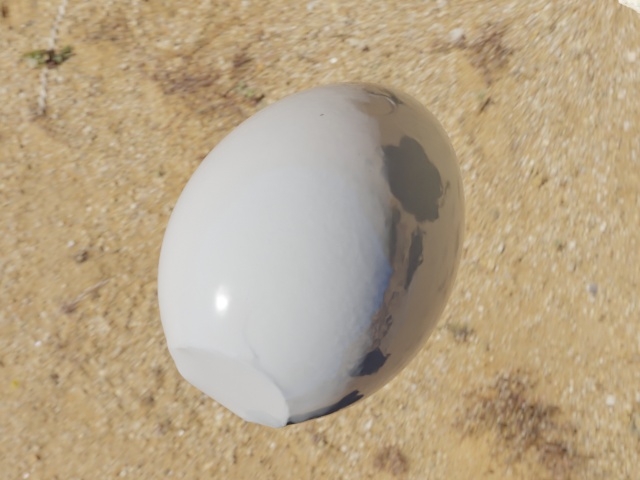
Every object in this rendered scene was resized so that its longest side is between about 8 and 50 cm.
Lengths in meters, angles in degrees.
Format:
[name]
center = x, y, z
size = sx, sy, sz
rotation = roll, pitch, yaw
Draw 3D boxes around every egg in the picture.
[egg]
center = 0.000, 0.000, 0.788
size = 0.176, 0.232, 0.176
rotation = 20, 144, 15

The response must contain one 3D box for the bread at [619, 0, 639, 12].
[bread]
center = 0.303, -0.181, 0.741
size = 0.316, 0.054, 0.316
rotation = 17, 137, 16
